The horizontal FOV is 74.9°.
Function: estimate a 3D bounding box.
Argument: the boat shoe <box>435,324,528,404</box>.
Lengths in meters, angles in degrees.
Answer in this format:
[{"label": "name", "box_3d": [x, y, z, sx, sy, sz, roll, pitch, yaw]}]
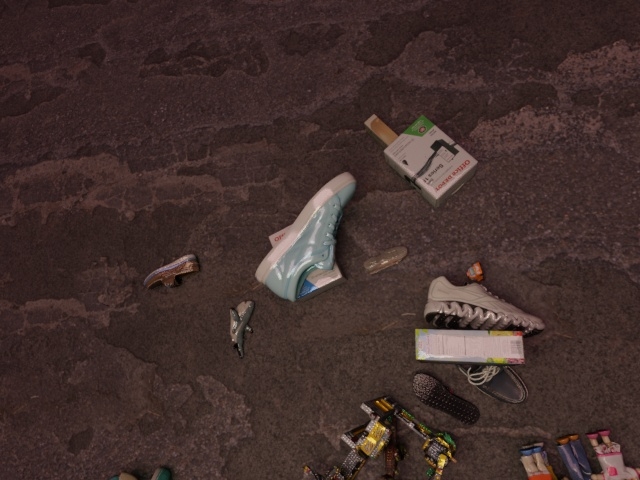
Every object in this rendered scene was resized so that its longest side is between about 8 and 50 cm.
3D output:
[{"label": "boat shoe", "box_3d": [0.383, 0.297, 1.008, 0.095, 0.079, 0.254, -46, 70, 2]}]

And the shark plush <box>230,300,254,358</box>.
[{"label": "shark plush", "box_3d": [-0.224, 0.254, 1.197, 0.067, 0.073, 0.161, 2, 70, -15]}]

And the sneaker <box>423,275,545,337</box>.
[{"label": "sneaker", "box_3d": [0.397, 0.161, 1.005, 0.293, 0.110, 0.118, 14, 56, -4]}]

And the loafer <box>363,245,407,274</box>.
[{"label": "loafer", "box_3d": [0.181, 0.055, 1.148, 0.125, 0.039, 0.045, -23, 39, 6]}]

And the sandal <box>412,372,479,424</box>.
[{"label": "sandal", "box_3d": [0.304, 0.391, 1.034, 0.179, 0.040, 0.067, 32, 92, 5]}]

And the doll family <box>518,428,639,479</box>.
[{"label": "doll family", "box_3d": [0.545, 0.521, 0.910, 0.263, 0.118, 0.163, -10, 67, -6]}]

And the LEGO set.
[{"label": "LEGO set", "box_3d": [0.132, 0.517, 0.933, 0.255, 0.192, 0.331, 43, 99, 29]}]

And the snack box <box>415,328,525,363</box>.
[{"label": "snack box", "box_3d": [0.316, 0.235, 0.909, 0.207, 0.174, 0.070, -3, 71, 15]}]

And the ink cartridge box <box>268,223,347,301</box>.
[{"label": "ink cartridge box", "box_3d": [-0.037, 0.050, 1.177, 0.148, 0.086, 0.203, -28, 72, 6]}]

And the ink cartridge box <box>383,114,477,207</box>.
[{"label": "ink cartridge box", "box_3d": [0.302, -0.216, 1.150, 0.153, 0.087, 0.208, -43, 71, 2]}]

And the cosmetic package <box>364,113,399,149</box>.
[{"label": "cosmetic package", "box_3d": [0.183, -0.309, 1.219, 0.041, 0.060, 0.115, -42, 72, 2]}]

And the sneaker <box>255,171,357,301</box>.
[{"label": "sneaker", "box_3d": [0.000, 0.000, 1.077, 0.150, 0.135, 0.365, 39, 95, 11]}]

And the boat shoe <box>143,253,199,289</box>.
[{"label": "boat shoe", "box_3d": [-0.457, 0.111, 1.284, 0.183, 0.066, 0.066, -31, 72, 6]}]

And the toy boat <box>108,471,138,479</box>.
[{"label": "toy boat", "box_3d": [-0.540, 0.739, 1.031, 0.148, 0.318, 0.267, 14, 82, -20]}]

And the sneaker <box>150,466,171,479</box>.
[{"label": "sneaker", "box_3d": [-0.420, 0.770, 1.105, 0.121, 0.108, 0.301, 9, 69, -10]}]

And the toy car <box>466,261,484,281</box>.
[{"label": "toy car", "box_3d": [0.402, 0.119, 1.058, 0.041, 0.060, 0.121, -15, 74, 16]}]
